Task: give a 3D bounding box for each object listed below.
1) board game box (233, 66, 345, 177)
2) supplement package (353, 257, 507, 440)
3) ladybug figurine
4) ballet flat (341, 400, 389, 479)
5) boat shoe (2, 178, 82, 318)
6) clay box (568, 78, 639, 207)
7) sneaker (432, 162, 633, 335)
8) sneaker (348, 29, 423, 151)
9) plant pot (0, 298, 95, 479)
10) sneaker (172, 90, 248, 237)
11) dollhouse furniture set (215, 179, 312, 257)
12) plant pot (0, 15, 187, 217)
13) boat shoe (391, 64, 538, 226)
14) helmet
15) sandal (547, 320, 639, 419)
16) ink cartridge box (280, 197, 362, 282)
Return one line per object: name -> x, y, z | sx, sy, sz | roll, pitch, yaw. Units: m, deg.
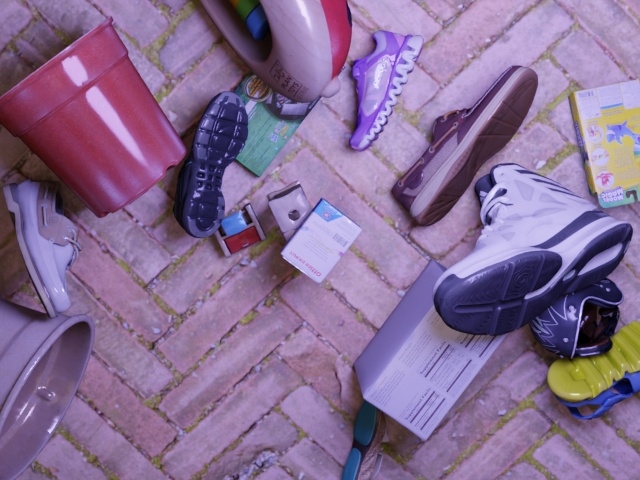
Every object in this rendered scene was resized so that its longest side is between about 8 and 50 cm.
board game box -> -0.086, -0.258, 1.794 | 0.136, 0.030, 0.259 | 38, 96, -10
supplement package -> 0.199, 0.193, 1.790 | 0.145, 0.204, 0.262 | 36, 97, -8
ladybug figurine -> -0.089, -0.437, 1.642 | 0.162, 0.305, 0.449 | -33, 89, -22
ballet flat -> 0.096, 0.401, 1.901 | 0.067, 0.073, 0.206 | 10, 103, -31
boat shoe -> -0.477, 0.000, 1.711 | 0.103, 0.113, 0.302 | -17, 55, -16
clay box -> 0.546, -0.175, 1.794 | 0.127, 0.053, 0.222 | -11, 86, 0
sneaker -> 0.313, 0.005, 1.713 | 0.447, 0.257, 0.169 | -17, 134, -35
sneaker -> 0.097, -0.279, 1.771 | 0.104, 0.095, 0.236 | 25, 93, 1
plant pot -> -0.621, 0.219, 1.731 | 0.305, 0.334, 0.333 | 25, 98, 6
sneaker -> -0.212, -0.142, 1.752 | 0.101, 0.106, 0.267 | 13, 97, -36
dollhouse furniture set -> -0.094, -0.009, 1.784 | 0.184, 0.129, 0.129 | -25, 100, 1
plant pot -> -0.388, -0.200, 1.688 | 0.272, 0.272, 0.265 | -36, 107, 4
boat shoe -> 0.251, -0.189, 1.766 | 0.123, 0.123, 0.342 | 47, 113, 29
helmet -> 0.465, 0.137, 1.806 | 0.162, 0.169, 0.169 | -6, 100, -15
sandal -> 0.581, 0.252, 1.872 | 0.317, 0.126, 0.138 | -18, 135, -6
ink cartridge box -> 0.000, 0.000, 1.697 | 0.088, 0.052, 0.122 | 38, 94, -9
